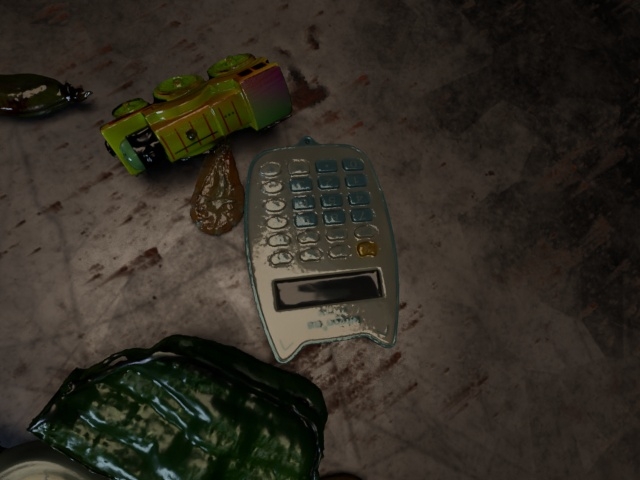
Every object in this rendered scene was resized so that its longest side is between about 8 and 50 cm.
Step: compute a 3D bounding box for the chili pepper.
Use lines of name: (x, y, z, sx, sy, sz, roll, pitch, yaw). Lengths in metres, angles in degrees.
chili pepper: (-0.172, 0.237, 0.578, 0.385, 0.167, 0.213, 21, 89, -14)

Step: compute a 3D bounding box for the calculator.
calculator: (0.000, 0.000, 0.711, 0.256, 0.054, 0.385, -6, 80, -10)

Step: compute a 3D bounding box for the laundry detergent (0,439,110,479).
laundry detergent: (-0.395, 0.379, 0.553, 0.281, 0.105, 0.214, 40, 79, -3)

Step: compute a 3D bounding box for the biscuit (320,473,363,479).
biscuit: (0.045, 0.519, 0.637, 0.209, 0.041, 0.290, -14, 83, -10)

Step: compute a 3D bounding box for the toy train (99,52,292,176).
toy train: (-0.196, -0.202, 0.656, 0.296, 0.100, 0.160, -32, 44, -13)

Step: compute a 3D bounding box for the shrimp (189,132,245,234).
shrimp: (-0.172, -0.100, 0.708, 0.092, 0.043, 0.183, 5, 86, -16)

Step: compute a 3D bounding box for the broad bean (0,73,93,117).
broad bean: (-0.540, -0.240, 0.655, 0.339, 0.061, 0.077, 6, 72, -9)
